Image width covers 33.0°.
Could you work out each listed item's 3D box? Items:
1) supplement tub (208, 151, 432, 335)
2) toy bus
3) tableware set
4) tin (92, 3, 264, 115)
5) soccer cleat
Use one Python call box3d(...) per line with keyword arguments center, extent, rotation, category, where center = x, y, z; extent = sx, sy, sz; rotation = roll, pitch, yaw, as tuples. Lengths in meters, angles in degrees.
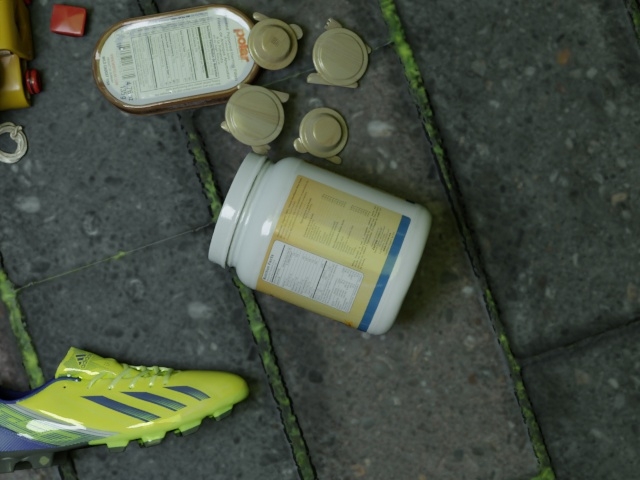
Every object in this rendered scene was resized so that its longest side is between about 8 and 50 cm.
box3d(center=(0.000, 0.000, 1.110), extent=(0.200, 0.144, 0.144), rotation=(21, 89, 2), category="supplement tub")
box3d(center=(-0.362, -0.215, 1.144), extent=(0.202, 0.104, 0.191), rotation=(38, 90, 2), category="toy bus")
box3d(center=(-0.025, -0.164, 1.160), extent=(0.141, 0.020, 0.168), rotation=(16, 84, -17), category="tableware set")
box3d(center=(-0.154, -0.196, 1.174), extent=(0.190, 0.040, 0.106), rotation=(-10, 93, 1), category="tin")
box3d(center=(-0.222, 0.164, 1.138), extent=(0.289, 0.093, 0.121), rotation=(-12, 82, 0), category="soccer cleat")
